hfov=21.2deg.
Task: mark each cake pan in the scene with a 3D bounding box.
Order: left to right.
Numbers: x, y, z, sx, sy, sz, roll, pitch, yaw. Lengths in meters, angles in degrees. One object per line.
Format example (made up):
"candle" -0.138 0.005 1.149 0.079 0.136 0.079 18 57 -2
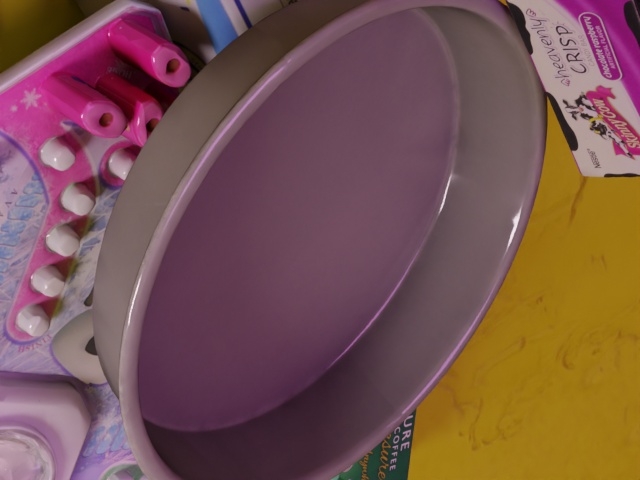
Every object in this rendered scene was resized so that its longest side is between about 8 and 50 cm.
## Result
"cake pan" 0.000 0.000 0.860 0.293 0.054 0.293 -32 139 -33

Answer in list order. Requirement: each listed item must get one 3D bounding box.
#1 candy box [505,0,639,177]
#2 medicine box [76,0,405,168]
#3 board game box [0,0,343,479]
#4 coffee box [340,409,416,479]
"candy box" 0.174 -0.171 0.907 0.159 0.071 0.233 58 44 -44
"medicine box" -0.009 -0.236 0.891 0.289 0.149 0.263 -46 133 -21
"board game box" -0.173 0.131 0.885 0.390 0.050 0.390 -36 134 -18
"coffee box" -0.014 0.134 1.111 0.184 0.040 0.113 -12 114 -41
